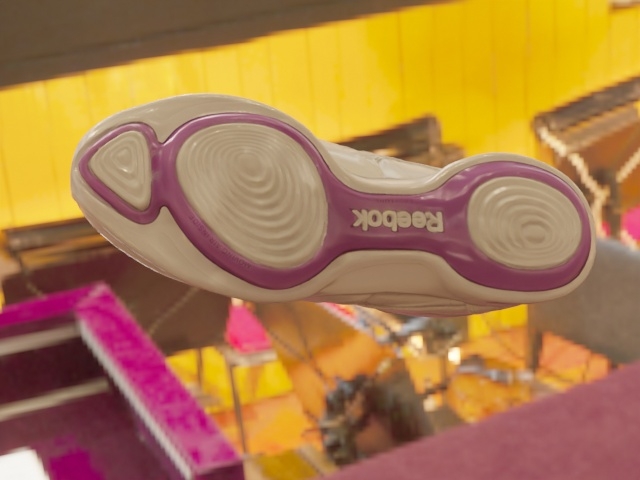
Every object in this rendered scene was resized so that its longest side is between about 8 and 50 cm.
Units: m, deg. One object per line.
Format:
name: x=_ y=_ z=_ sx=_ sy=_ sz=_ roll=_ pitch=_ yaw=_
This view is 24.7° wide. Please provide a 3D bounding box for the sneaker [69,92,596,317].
sneaker: x=0.000 y=0.000 z=0.860 sx=0.305 sy=0.114 sz=0.152 roll=11 pitch=-16 yaw=-16
